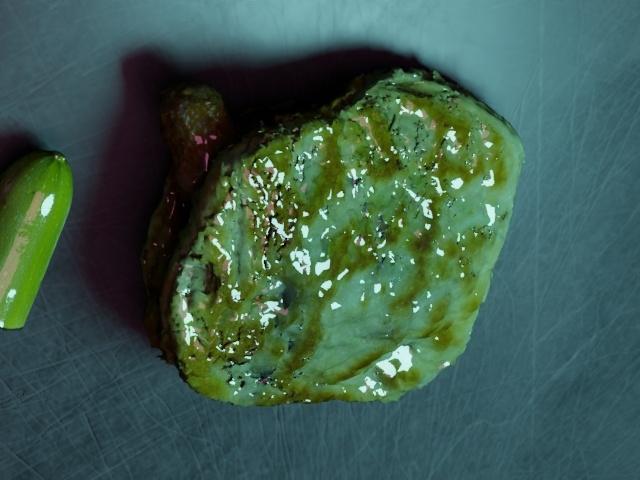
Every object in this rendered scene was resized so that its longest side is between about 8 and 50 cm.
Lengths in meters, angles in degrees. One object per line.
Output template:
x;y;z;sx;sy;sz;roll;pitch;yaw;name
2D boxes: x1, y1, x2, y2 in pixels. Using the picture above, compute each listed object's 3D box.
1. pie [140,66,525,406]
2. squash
0.019;0.011;2.014;0.418;0.180;0.395;-2;113;-24;pie
-0.309;-0.010;1.952;0.095;0.095;0.188;22;101;-25;squash
